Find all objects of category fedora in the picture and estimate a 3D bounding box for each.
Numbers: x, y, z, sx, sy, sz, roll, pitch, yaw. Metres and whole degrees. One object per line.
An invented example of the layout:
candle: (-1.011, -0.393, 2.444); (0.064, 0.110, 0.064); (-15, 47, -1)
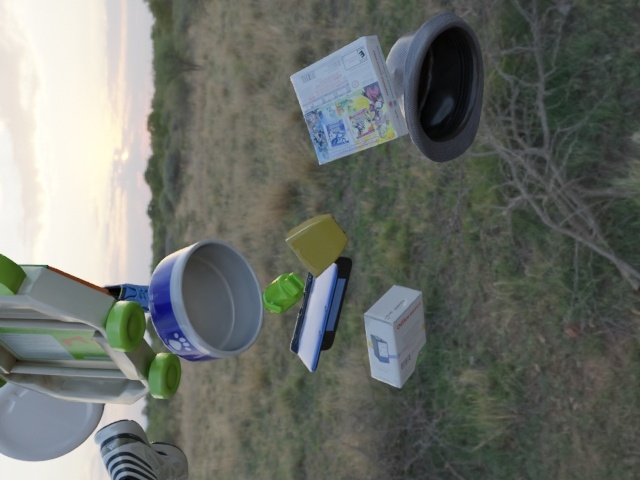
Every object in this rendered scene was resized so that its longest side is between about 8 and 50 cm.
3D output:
fedora: (0.209, -0.300, 1.126); (0.124, 0.244, 0.275); (21, 131, 45)

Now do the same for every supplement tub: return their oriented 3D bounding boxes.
supplement tub: (-0.518, 0.248, 1.069); (0.316, 0.194, 0.193); (-151, 63, -61)

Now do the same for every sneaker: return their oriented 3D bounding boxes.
sneaker: (-0.503, 0.729, 1.684); (0.257, 0.169, 0.447); (58, 175, 40)
sneaker: (-0.466, 0.144, 1.453); (0.082, 0.209, 0.069); (134, 136, -66)

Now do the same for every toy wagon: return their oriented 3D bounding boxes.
toy wagon: (-0.326, 0.101, 0.663); (0.344, 0.267, 0.068); (78, -164, -49)

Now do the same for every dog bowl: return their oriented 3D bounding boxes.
dog bowl: (-0.251, 0.136, 1.285); (0.104, 0.265, 0.265); (-19, 64, 31)

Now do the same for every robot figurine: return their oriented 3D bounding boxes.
robot figurine: (-0.082, 0.115, 1.233); (0.115, 0.067, 0.101); (-42, 4, 40)

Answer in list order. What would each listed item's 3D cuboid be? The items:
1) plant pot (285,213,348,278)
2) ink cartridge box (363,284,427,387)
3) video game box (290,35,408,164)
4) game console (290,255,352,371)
plant pot: (0.000, 0.000, 0.956); (0.081, 0.083, 0.081); (52, -173, -9)
ink cartridge box: (0.199, 0.246, 1.484); (0.093, 0.154, 0.212); (15, 128, 35)
video game box: (0.051, -0.259, 1.086); (0.205, 0.048, 0.187); (-11, 98, 46)
game console: (0.033, 0.197, 1.599); (0.173, 0.250, 0.293); (18, 96, 40)
